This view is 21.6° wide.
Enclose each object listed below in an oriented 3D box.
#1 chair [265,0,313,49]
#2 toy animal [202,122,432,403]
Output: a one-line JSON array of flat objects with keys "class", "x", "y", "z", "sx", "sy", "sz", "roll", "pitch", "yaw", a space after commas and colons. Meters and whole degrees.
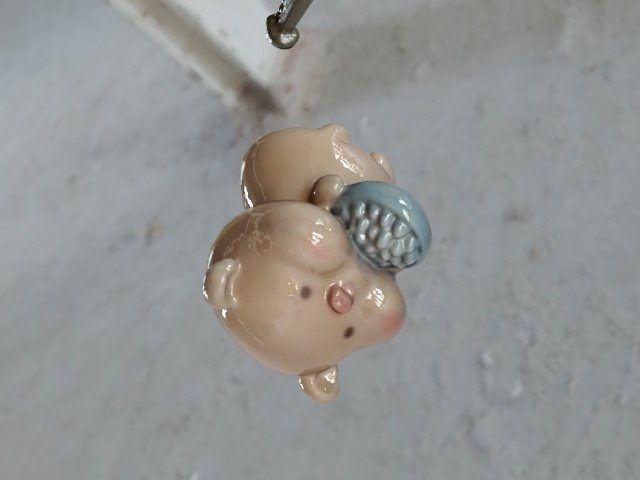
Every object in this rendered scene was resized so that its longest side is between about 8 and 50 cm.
[{"class": "chair", "x": 0.118, "y": -0.425, "z": 1.276, "sx": 0.410, "sy": 0.362, "sz": 0.364, "roll": 125, "pitch": 129, "yaw": -64}, {"class": "toy animal", "x": -0.016, "y": 0.003, "z": 1.672, "sx": 0.229, "sy": 0.210, "sz": 0.221, "roll": -44, "pitch": 36, "yaw": 8}]
